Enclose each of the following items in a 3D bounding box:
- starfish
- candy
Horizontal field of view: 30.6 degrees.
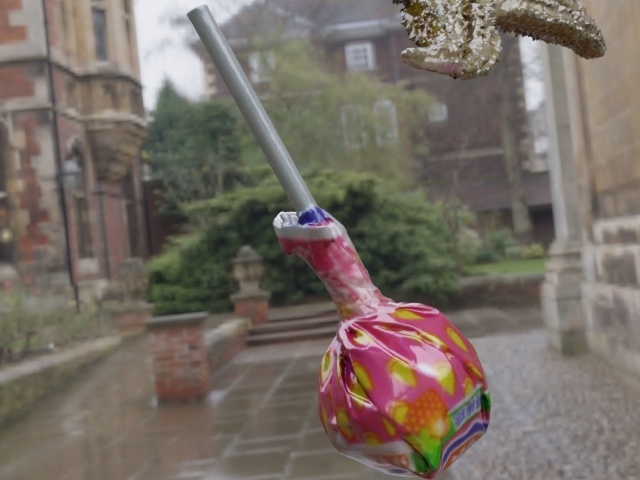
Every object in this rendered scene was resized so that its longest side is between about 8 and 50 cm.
[{"bbox_3d":[0.052,-0.135,0.586,0.227,0.043,0.240,22,31,-8],"label":"starfish"},{"bbox_3d":[0.000,0.000,0.819,0.124,0.365,0.124,-29,4,2],"label":"candy"}]
